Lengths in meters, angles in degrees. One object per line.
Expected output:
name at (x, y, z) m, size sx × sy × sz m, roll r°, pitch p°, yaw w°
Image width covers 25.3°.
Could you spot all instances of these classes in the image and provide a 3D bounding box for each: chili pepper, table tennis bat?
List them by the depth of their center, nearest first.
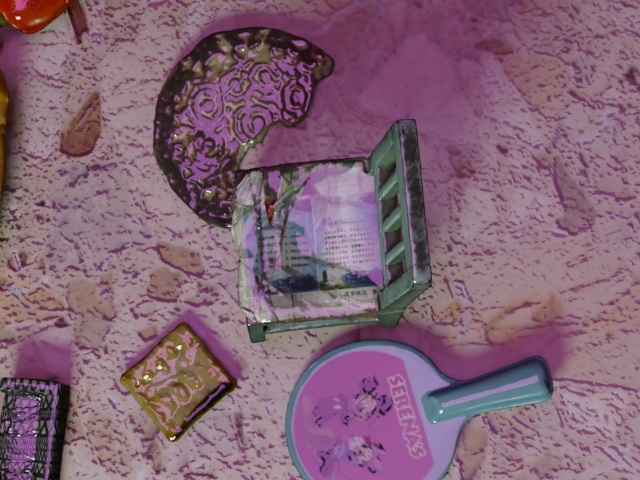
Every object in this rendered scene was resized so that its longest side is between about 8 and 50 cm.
table tennis bat at (0.087, 0.153, 1.270) m, size 0.244 × 0.040 × 0.153 m, roll -16°, pitch 78°, yaw 9°
chili pepper at (-0.248, -0.271, 1.368) m, size 0.071 × 0.063 × 0.272 m, roll 39°, pitch 84°, yaw -1°

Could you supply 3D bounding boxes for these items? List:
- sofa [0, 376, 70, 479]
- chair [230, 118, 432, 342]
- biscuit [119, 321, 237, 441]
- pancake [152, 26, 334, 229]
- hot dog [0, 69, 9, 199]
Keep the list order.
sofa at (-0.267, 0.186, 1.303) m, size 0.060 × 0.039 × 0.118 m, roll 4°, pitch 81°, yaw 8°
chair at (0.000, 0.000, 1.177) m, size 0.147 × 0.270 × 0.136 m, roll -5°, pitch 81°, yaw -2°
biscuit at (-0.130, 0.129, 1.306) m, size 0.083 × 0.018 × 0.081 m, roll -43°, pitch 78°, yaw -2°
pancake at (-0.067, -0.112, 1.339) m, size 0.190 × 0.020 × 0.184 m, roll -24°, pitch 78°, yaw 4°
hot dog at (-0.350, -0.046, 1.329) m, size 0.115 × 0.072 × 0.269 m, roll 15°, pitch 88°, yaw 20°
